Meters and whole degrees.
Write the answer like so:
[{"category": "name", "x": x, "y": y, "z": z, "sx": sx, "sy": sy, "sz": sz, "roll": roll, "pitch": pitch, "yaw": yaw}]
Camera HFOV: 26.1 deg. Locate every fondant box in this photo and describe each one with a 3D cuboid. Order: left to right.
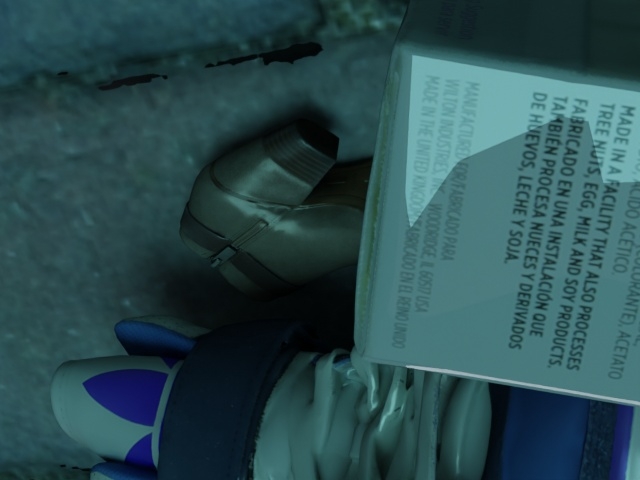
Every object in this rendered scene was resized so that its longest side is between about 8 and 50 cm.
[{"category": "fondant box", "x": 0.192, "y": -0.037, "z": 0.412, "sx": 0.330, "sy": 0.238, "sz": 0.096, "roll": 10, "pitch": 121, "yaw": 6}]

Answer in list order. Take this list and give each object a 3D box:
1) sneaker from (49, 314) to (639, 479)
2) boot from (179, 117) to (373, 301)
[{"category": "sneaker", "x": 0.003, "y": 0.085, "z": 0.530, "sx": 0.236, "sy": 0.130, "sz": 0.323, "roll": 12, "pitch": 159, "yaw": 1}, {"category": "boot", "x": 0.000, "y": 0.000, "z": 0.598, "sx": 0.118, "sy": 0.042, "sz": 0.087, "roll": 38, "pitch": 127, "yaw": -11}]
